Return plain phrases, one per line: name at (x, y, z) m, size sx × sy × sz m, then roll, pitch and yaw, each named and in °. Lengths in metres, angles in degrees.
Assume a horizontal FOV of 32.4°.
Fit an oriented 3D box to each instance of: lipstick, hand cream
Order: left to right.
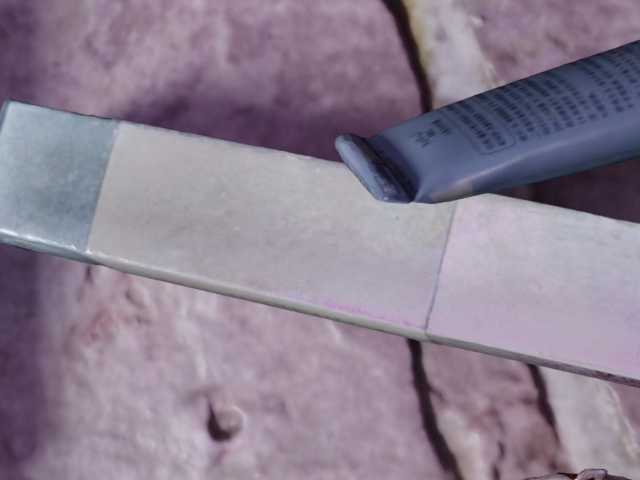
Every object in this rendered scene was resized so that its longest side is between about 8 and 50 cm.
lipstick at (0.000, 0.000, 0.501) m, size 0.317 × 0.066 × 0.068 m, roll 12°, pitch 81°, yaw 15°
hand cream at (0.134, -0.063, 0.461) m, size 0.256 × 0.088 × 0.055 m, roll -14°, pitch 116°, yaw -6°

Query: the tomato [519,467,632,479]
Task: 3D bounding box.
tomato at (0.100, 0.197, 0.424) m, size 0.228 × 0.112 × 0.199 m, roll -41°, pitch 67°, yaw 5°
